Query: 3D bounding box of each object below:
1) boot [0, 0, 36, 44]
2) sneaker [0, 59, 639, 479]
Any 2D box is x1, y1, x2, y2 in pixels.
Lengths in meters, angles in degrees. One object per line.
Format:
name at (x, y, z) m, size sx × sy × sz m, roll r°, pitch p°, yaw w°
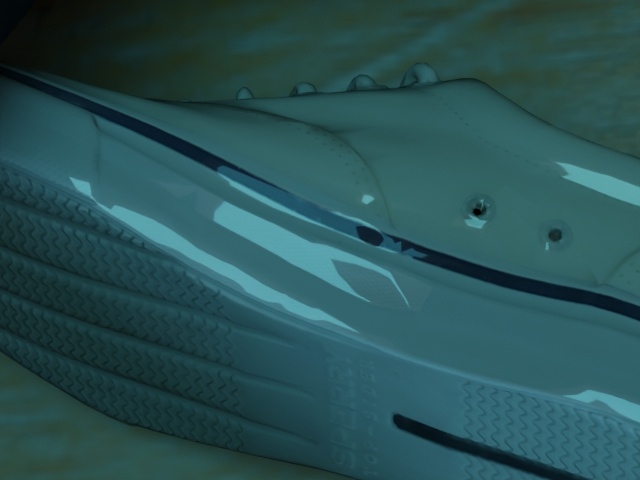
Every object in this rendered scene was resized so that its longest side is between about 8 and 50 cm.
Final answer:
boot at (-0.031, -0.108, 0.442) m, size 0.207 × 0.094 × 0.246 m, roll -11°, pitch 35°, yaw 5°
sneaker at (0.000, 0.000, 0.477) m, size 0.258 × 0.094 × 0.091 m, roll 21°, pitch 53°, yaw 12°
